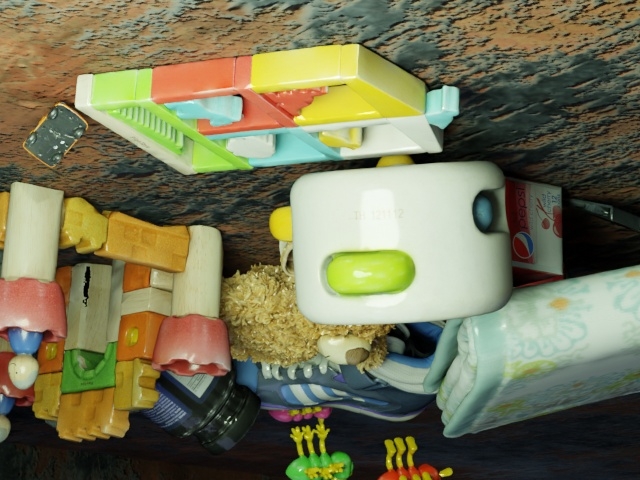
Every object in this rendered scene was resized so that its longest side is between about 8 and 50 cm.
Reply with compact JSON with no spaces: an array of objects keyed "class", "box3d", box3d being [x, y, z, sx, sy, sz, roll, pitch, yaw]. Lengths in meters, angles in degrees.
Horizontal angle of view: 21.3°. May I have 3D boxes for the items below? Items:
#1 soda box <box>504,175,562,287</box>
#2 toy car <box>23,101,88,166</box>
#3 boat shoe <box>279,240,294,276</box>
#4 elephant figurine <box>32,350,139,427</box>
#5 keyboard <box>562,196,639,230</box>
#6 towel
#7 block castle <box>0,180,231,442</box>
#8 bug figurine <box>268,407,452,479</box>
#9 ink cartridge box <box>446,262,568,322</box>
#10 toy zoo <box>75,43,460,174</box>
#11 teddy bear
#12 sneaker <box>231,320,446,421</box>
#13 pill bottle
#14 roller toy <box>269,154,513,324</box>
[{"class":"soda box","box3d":[0.122,0.009,1.680,0.083,0.092,0.263,9,163,-33]},{"class":"toy car","box3d":[-0.259,-0.109,1.453,0.122,0.060,0.040,22,-153,-7]},{"class":"boat shoe","box3d":[0.000,0.000,1.735,0.063,0.059,0.170,7,165,-15]},{"class":"elephant figurine","box3d":[-0.255,0.156,2.263,0.239,0.186,0.169,-2,130,-26]},{"class":"keyboard","box3d":[0.330,-0.020,1.675,0.192,0.038,0.100,16,-176,-43]},{"class":"towel","box3d":[0.279,0.101,1.740,0.320,0.090,0.374,-14,165,-7]},{"class":"block castle","box3d":[-0.332,0.100,1.881,0.303,0.212,0.453,16,160,-40]},{"class":"bug figurine","box3d":[0.046,0.253,2.269,0.216,0.279,0.072,-1,130,-16]},{"class":"ink cartridge box","box3d":[0.217,0.077,1.949,0.134,0.078,0.231,-2,164,13]},{"class":"toy zoo","box3d":[-0.026,-0.105,1.396,0.293,0.030,0.192,-4,164,24]},{"class":"teddy bear","box3d":[-0.037,0.098,1.966,0.338,0.113,0.245,-1,152,33]},{"class":"sneaker","box3d":[0.014,0.130,2.149,0.323,0.130,0.236,11,152,-5]},{"class":"pill bottle","box3d":[-0.184,0.165,2.109,0.219,0.123,0.123,41,151,-18]},{"class":"roller toy","box3d":[0.069,-0.006,1.502,0.191,0.146,0.209,-4,-179,-22]}]
